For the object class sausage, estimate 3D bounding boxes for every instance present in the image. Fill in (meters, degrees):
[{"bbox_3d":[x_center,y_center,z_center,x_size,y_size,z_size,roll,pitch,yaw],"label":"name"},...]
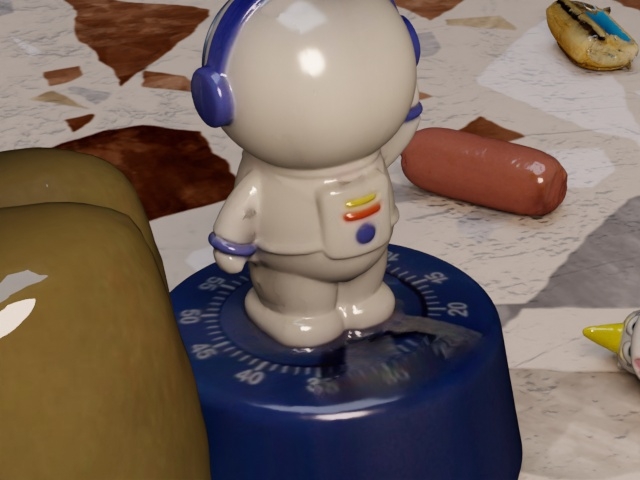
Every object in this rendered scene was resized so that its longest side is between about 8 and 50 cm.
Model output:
[{"bbox_3d":[0.143,-0.062,1.728,0.154,0.062,0.062,15,33,29],"label":"sausage"}]

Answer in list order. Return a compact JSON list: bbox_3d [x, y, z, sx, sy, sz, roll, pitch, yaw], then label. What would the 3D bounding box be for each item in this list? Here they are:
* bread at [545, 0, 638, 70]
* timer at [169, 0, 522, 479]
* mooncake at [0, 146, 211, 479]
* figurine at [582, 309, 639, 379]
[{"bbox_3d":[0.276,-0.211,2.010,0.072,0.053,0.106,11,24,-25],"label":"bread"},{"bbox_3d":[0.000,0.000,1.286,0.270,0.383,0.270,-2,28,1],"label":"timer"},{"bbox_3d":[-0.295,0.117,1.132,0.467,0.262,0.467,-9,15,2],"label":"mooncake"},{"bbox_3d":[0.280,0.083,1.435,0.178,0.109,0.129,4,3,13],"label":"figurine"}]
